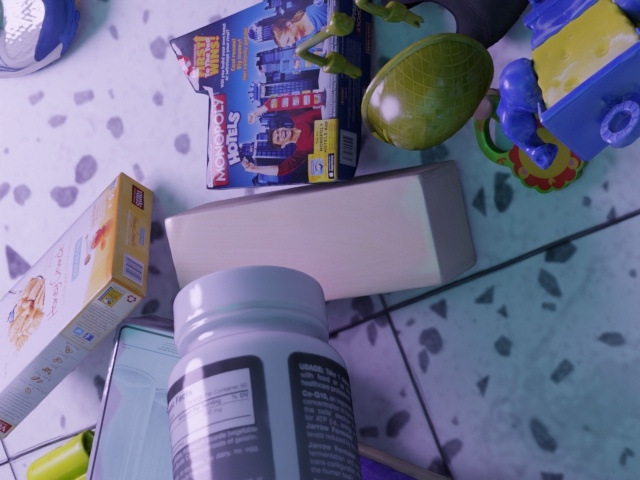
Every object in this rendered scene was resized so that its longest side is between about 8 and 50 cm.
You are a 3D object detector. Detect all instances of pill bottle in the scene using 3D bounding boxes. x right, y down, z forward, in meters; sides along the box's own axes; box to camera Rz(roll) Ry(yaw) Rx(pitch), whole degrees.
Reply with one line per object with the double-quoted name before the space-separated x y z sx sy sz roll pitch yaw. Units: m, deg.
"pill bottle" -0.048 0.177 1.492 0.161 0.161 0.283 -24 58 29

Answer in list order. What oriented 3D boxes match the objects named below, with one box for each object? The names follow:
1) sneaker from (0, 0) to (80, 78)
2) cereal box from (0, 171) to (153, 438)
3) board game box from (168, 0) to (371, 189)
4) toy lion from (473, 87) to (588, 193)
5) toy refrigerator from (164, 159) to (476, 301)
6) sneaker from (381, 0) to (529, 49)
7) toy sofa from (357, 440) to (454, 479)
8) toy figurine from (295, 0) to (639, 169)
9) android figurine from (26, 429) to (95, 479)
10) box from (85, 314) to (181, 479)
"sneaker" -0.388 -0.216 1.780 0.297 0.131 0.111 -5 93 28
"cereal box" -0.257 0.064 1.734 0.047 0.173 0.240 33 119 -26
"board game box" -0.050 -0.142 1.627 0.194 0.060 0.194 -2 83 33
"toy lion" 0.186 -0.089 1.540 0.100 0.034 0.096 -2 104 29
"toy refrigerator" 0.000 0.000 1.616 0.270 0.094 0.102 -10 98 28
"sneaker" 0.067 -0.275 1.537 0.286 0.109 0.130 41 120 19
"toy sofa" 0.082 0.291 1.534 0.363 0.177 0.150 18 106 37
"toy figurine" 0.176 -0.146 1.379 0.362 0.191 0.217 -37 47 20
"android figurine" -0.227 0.329 1.811 0.273 0.056 0.248 -34 81 26
"box" -0.134 0.231 1.686 0.169 0.087 0.289 14 95 15
